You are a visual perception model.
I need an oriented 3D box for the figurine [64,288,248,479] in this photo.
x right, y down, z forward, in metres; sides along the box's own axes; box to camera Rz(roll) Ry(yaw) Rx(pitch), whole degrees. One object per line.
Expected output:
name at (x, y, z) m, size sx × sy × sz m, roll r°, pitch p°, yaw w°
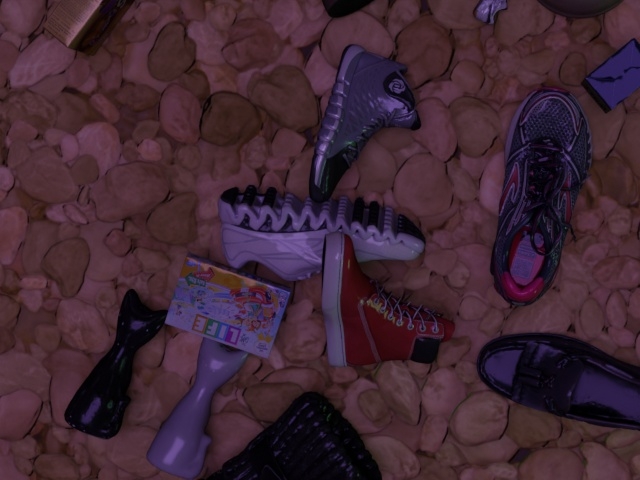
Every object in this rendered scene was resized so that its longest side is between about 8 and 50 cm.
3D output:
figurine at (-0.228, 0.204, 1.717) m, size 0.215 × 0.092 × 0.209 m, roll 25°, pitch 92°, yaw 6°

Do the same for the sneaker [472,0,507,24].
sneaker at (0.246, -0.335, 1.651) m, size 0.037 × 0.032 × 0.083 m, roll 34°, pitch 102°, yaw -8°

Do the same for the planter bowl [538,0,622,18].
planter bowl at (0.350, -0.382, 1.590) m, size 0.162 × 0.109 × 0.162 m, roll 0°, pitch 93°, yaw 8°

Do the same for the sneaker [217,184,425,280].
sneaker at (0.000, 0.000, 1.672) m, size 0.292 × 0.110 × 0.118 m, roll 8°, pitch 111°, yaw 8°

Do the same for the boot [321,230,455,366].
boot at (0.091, 0.079, 1.611) m, size 0.176 × 0.088 × 0.244 m, roll -1°, pitch 137°, yaw 8°

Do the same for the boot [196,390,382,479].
boot at (-0.008, 0.412, 1.666) m, size 0.260 × 0.131 × 0.348 m, roll -35°, pitch 89°, yaw 6°

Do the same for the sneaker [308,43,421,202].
sneaker at (0.068, -0.150, 1.643) m, size 0.132 × 0.086 × 0.229 m, roll 15°, pitch 82°, yaw 2°

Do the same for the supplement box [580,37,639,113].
supplement box at (0.399, -0.219, 1.602) m, size 0.083 × 0.083 × 0.056 m, roll -39°, pitch 86°, yaw 8°

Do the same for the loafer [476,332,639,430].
loafer at (0.360, 0.196, 1.618) m, size 0.302 × 0.095 × 0.109 m, roll 14°, pitch 94°, yaw 8°

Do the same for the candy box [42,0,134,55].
candy box at (-0.300, -0.353, 1.690) m, size 0.053 × 0.109 × 0.187 m, roll 41°, pitch 97°, yaw 5°

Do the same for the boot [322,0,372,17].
boot at (0.117, -0.431, 1.631) m, size 0.305 × 0.112 × 0.115 m, roll -28°, pitch 77°, yaw 11°

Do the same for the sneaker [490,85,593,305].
sneaker at (0.300, -0.057, 1.610) m, size 0.121 × 0.112 × 0.299 m, roll 7°, pitch 93°, yaw 8°

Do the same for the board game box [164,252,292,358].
board game box at (-0.128, 0.091, 1.675) m, size 0.154 × 0.026 × 0.103 m, roll 19°, pitch 104°, yaw 0°
